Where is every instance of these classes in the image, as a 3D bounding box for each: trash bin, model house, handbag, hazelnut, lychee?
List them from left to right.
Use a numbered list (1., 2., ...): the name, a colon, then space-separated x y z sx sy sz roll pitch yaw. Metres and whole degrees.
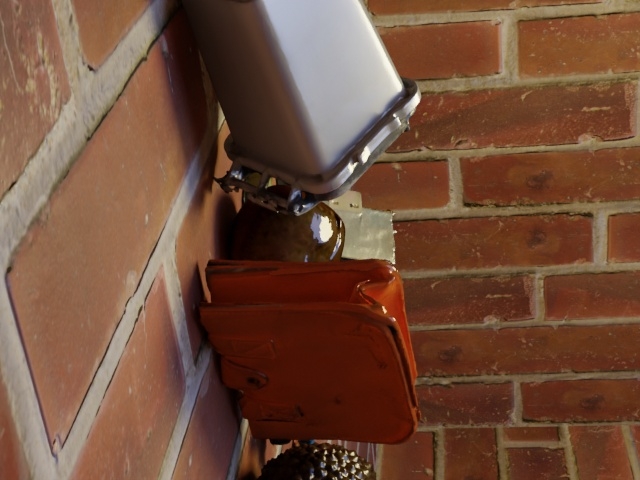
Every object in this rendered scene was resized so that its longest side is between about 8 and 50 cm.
1. hazelnut: -0.069 0.000 1.831 0.208 0.208 0.208 -2 90 -83
2. trash bin: -0.053 -0.254 1.621 0.296 0.256 0.367 -46 137 -21
3. lychee: -0.010 0.453 1.900 0.271 0.236 0.235 54 32 -52
4. handbag: -0.008 0.180 1.706 0.410 0.304 0.116 75 16 -52
5. model house: 0.000 0.000 2.310 0.206 0.271 0.178 -34 -126 56

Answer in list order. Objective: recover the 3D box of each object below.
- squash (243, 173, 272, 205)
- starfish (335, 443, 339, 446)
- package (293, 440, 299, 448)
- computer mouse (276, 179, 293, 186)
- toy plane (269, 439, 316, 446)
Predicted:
1. squash: -0.103 -0.026 2.037 0.219 0.041 0.219 -2 90 -83
2. starfish: -0.007 0.641 2.421 0.301 0.084 0.293 -65 156 -67
3. package: -0.045 0.471 2.380 0.077 0.033 0.110 59 4 -22
4. computer mouse: -0.054 -0.167 2.343 0.126 0.071 0.231 -75 162 -67
5. toy plane: -0.045 0.320 2.042 0.271 0.105 0.254 158 -77 -78
